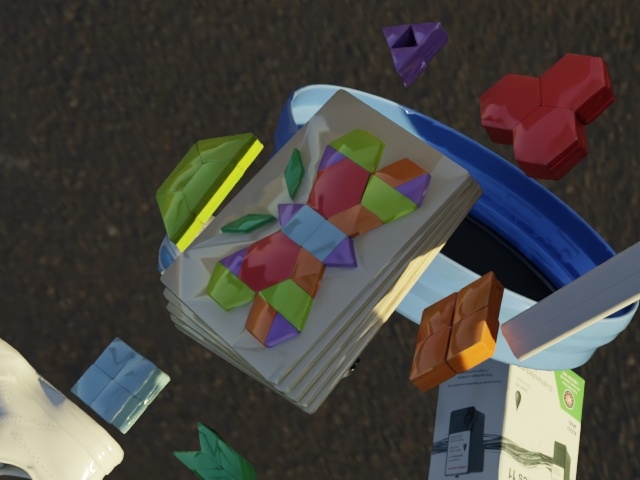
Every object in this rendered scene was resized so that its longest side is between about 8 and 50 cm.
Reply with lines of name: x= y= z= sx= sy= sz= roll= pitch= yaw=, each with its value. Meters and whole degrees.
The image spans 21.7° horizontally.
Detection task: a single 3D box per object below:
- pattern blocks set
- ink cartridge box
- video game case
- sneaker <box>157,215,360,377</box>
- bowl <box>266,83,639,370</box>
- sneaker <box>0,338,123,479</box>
pattern blocks set: x=0.000 y=0.000 z=0.994 sx=0.285 sy=0.026 sz=0.325 roll=18 pitch=69 yaw=41
ink cartridge box: x=0.184 y=0.213 z=1.655 sx=0.087 sy=0.153 sz=0.208 roll=-9 pitch=60 yaw=36
video game case: x=0.247 y=-0.028 z=0.858 sx=0.285 sy=0.204 sz=0.025 roll=-25 pitch=83 yaw=-21
sneaker: x=-0.061 y=0.063 z=1.693 sx=0.237 sy=0.086 sz=0.085 roll=37 pitch=40 yaw=7
bowl: x=0.122 y=-0.014 z=1.610 sx=0.391 sy=0.391 sz=0.077 roll=41 pitch=113 yaw=24
sneaker: x=-0.259 y=0.134 z=1.310 sx=0.212 sy=0.080 sz=0.094 roll=36 pitch=76 yaw=24
